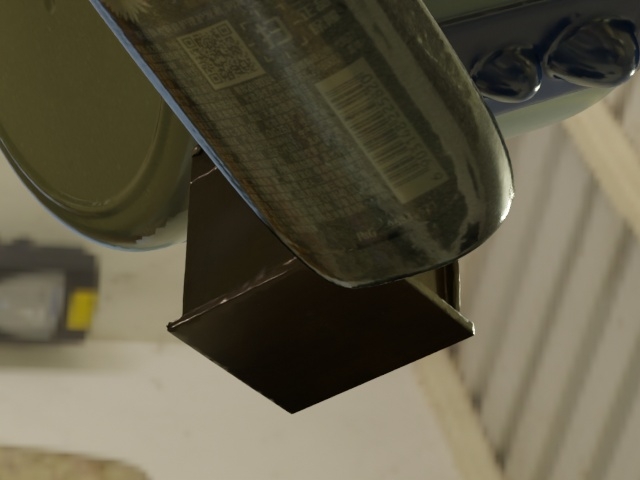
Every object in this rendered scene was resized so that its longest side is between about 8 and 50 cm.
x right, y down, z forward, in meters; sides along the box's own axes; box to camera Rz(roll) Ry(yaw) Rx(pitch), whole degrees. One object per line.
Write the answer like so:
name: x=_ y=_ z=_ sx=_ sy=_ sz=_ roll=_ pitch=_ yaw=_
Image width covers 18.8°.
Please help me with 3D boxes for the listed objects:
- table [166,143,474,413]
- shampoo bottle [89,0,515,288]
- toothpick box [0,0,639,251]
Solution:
table: x=0.000 y=0.000 z=0.696 sx=0.083 sy=0.070 sz=0.082 roll=-26 pitch=-135 yaw=30
shampoo bottle: x=-0.031 y=-0.084 z=0.549 sx=0.087 sy=0.234 sz=0.049 roll=-18 pitch=-147 yaw=34
toothpick box: x=0.028 y=-0.139 z=0.934 sx=0.263 sy=0.354 sz=0.263 roll=27 pitch=-54 yaw=46
